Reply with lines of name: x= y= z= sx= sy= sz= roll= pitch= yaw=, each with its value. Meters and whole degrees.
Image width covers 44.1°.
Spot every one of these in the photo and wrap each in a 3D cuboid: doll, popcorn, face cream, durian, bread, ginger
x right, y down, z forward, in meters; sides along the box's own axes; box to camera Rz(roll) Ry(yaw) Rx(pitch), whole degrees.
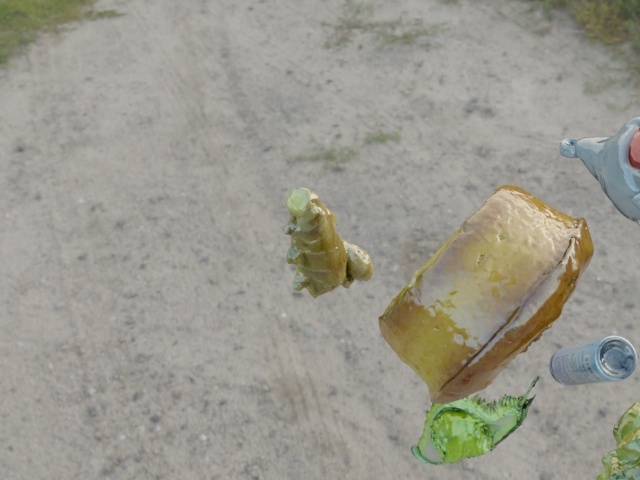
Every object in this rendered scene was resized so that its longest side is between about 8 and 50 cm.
doll: x=0.255 y=-0.039 z=0.522 sx=0.102 sy=0.075 sz=0.227 roll=-25 pitch=32 yaw=-34
popcorn: x=0.475 y=0.330 z=1.098 sx=0.197 sy=0.198 sz=0.213 roll=-10 pitch=35 yaw=-6
face cream: x=0.462 y=0.214 z=1.373 sx=0.075 sy=0.229 sz=0.075 roll=1 pitch=77 yaw=-6
durian: x=0.277 y=0.355 z=1.512 sx=0.106 sy=0.375 sz=0.132 roll=10 pitch=56 yaw=-30
bread: x=0.214 y=0.065 z=1.031 sx=0.172 sy=0.312 sz=0.312 roll=41 pitch=50 yaw=5
ginger: x=-0.007 y=0.012 z=1.220 sx=0.115 sy=0.205 sz=0.081 roll=-28 pitch=29 yaw=18
